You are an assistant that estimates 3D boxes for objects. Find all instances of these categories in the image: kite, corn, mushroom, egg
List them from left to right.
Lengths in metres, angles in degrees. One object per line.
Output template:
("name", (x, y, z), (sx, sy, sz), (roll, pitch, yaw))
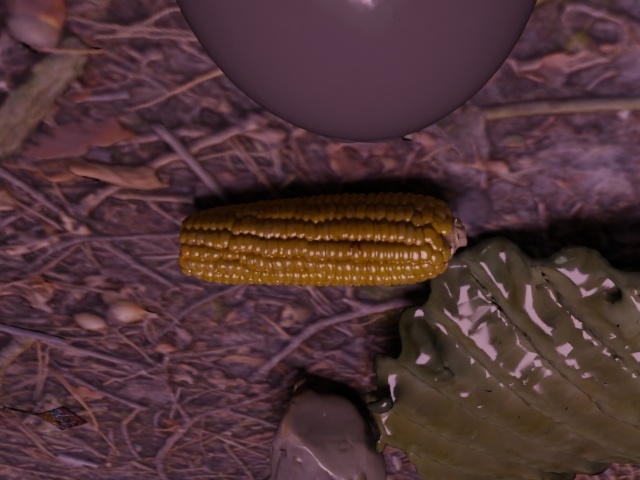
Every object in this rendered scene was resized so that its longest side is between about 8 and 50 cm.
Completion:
("kite", (-0.269, 0.171, 0.961), (0.078, 0.002, 0.044), (28, 134, -27))
("corn", (0.000, 0.000, 0.692), (0.206, 0.067, 0.067), (-2, 140, 10))
("mushroom", (0.021, 0.257, 0.977), (0.109, 0.097, 0.351), (5, 145, 16))
("egg", (0.012, -0.155, 0.422), (0.176, 0.176, 0.232), (-6, 136, 11))

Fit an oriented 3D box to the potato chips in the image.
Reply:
("potato chips", (0.224, 0.138, 0.817), (0.373, 0.097, 0.389), (-9, 142, 29))
